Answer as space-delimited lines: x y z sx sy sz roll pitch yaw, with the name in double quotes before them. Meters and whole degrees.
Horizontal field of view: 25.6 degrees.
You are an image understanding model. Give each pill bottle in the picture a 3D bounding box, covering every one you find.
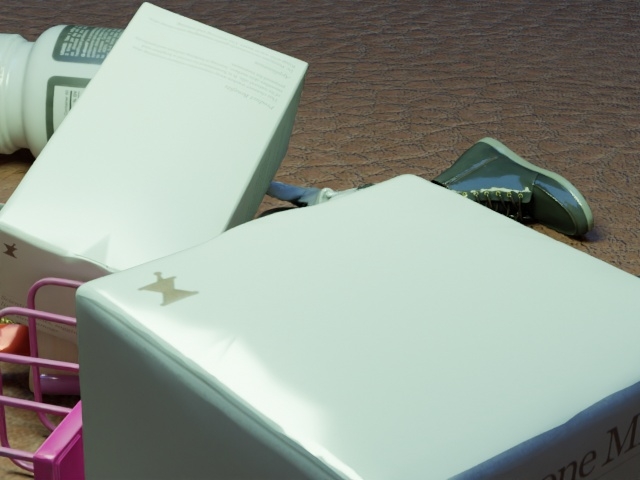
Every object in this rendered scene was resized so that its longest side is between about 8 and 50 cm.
"pill bottle" -0.302 -0.200 2.013 0.363 0.210 0.210 5 27 5

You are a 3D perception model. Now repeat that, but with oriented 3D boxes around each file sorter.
"file sorter" -0.249 0.185 1.278 0.182 0.202 0.290 9 28 15

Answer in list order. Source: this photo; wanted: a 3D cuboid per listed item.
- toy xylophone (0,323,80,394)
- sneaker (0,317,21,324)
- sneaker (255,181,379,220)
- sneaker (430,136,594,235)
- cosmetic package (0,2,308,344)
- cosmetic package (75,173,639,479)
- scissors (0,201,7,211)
"toy xylophone" -0.236 0.030 1.586 0.236 0.081 0.322 9 50 -7
"sneaker" -0.387 0.061 1.668 0.185 0.069 0.084 22 15 35
"sneaker" 0.000 0.000 1.656 0.210 0.137 0.366 5 0 17
"sneaker" 0.262 -0.048 1.932 0.118 0.083 0.222 -36 50 -24
"cosmetic package" -0.178 -0.063 1.525 0.217 0.156 0.385 22 50 5
"cosmetic package" 0.046 0.214 1.035 0.329 0.393 0.327 -20 35 -36
"scissors" -0.458 0.012 1.792 0.109 0.021 0.297 15 28 19
